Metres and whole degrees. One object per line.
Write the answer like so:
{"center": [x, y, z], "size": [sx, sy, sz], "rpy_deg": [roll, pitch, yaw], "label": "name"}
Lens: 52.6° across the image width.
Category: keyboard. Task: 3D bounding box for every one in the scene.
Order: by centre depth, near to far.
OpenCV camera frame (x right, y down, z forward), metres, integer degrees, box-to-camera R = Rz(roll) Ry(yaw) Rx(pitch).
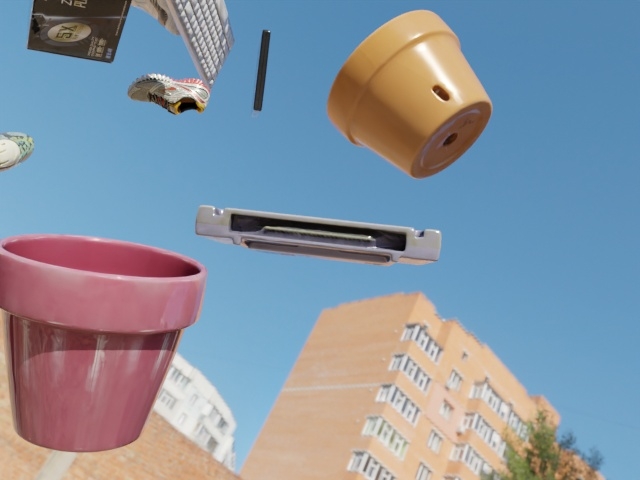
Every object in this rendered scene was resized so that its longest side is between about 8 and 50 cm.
{"center": [-0.122, -0.238, 0.667], "size": [0.014, 0.072, 0.256], "rpy_deg": [29, -9, 5], "label": "keyboard"}

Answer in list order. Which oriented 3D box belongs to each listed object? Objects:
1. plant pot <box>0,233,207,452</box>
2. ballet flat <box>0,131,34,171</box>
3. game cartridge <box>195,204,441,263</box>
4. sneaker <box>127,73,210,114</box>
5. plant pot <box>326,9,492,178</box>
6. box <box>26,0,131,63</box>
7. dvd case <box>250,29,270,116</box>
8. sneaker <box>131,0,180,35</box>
{"center": [-0.227, 0.100, 0.647], "size": [0.201, 0.180, 0.201], "rpy_deg": [11, 6, -1], "label": "plant pot"}
{"center": [-0.567, -0.137, 1.086], "size": [0.070, 0.188, 0.070], "rpy_deg": [28, -51, 40], "label": "ballet flat"}
{"center": [0.000, 0.000, 1.035], "size": [0.355, 0.068, 0.230], "rpy_deg": [6, -8, 3], "label": "game cartridge"}
{"center": [-0.421, -0.401, 1.796], "size": [0.225, 0.093, 0.088], "rpy_deg": [1, -25, -4], "label": "sneaker"}
{"center": [0.185, -0.256, 1.240], "size": [0.203, 0.291, 0.291], "rpy_deg": [52, -27, 23], "label": "plant pot"}
{"center": [-0.411, -0.396, 1.098], "size": [0.147, 0.078, 0.180], "rpy_deg": [4, -26, -29], "label": "box"}
{"center": [-0.146, -0.395, 1.568], "size": [0.022, 0.180, 0.253], "rpy_deg": [7, 6, -8], "label": "dvd case"}
{"center": [-0.416, -0.660, 1.514], "size": [0.210, 0.137, 0.366], "rpy_deg": [29, -24, 13], "label": "sneaker"}
